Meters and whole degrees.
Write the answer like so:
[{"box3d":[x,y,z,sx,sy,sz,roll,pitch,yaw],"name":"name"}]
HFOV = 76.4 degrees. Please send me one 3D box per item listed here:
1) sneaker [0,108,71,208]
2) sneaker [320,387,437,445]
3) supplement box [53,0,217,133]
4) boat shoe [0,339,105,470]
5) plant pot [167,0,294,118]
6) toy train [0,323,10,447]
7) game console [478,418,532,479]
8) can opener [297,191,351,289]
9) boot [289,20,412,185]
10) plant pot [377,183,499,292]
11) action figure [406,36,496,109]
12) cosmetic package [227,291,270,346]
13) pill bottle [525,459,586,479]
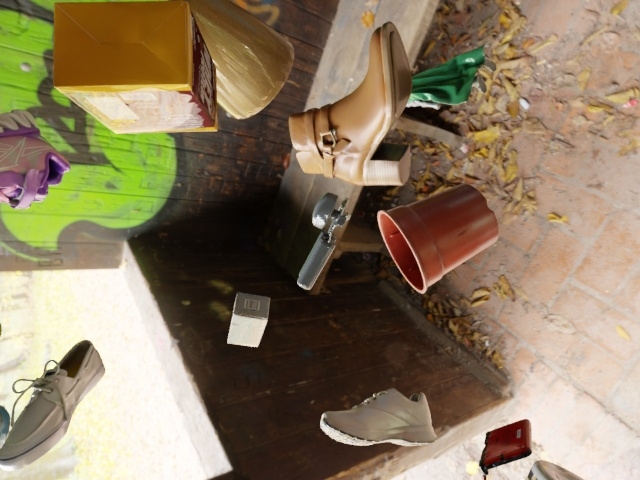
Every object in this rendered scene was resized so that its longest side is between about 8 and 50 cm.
[{"box3d":[-0.378,-0.076,0.466,0.095,0.104,0.236,-38,19,19],"name":"sneaker"},{"box3d":[0.137,0.423,0.980,0.111,0.298,0.129,135,140,-54],"name":"sneaker"},{"box3d":[-0.287,-0.273,0.675,0.194,0.192,0.128,117,150,-85],"name":"supplement box"},{"box3d":[-0.674,0.374,1.023,0.367,0.136,0.156,-81,-13,-68],"name":"boat shoe"},{"box3d":[-0.236,-0.457,0.955,0.237,0.254,0.236,-19,58,34],"name":"plant pot"},{"box3d":[-0.297,0.045,0.307,0.143,0.105,0.247,105,147,-55],"name":"toy train"},{"box3d":[0.320,0.386,0.695,0.124,0.144,0.085,-33,74,22],"name":"game console"},{"box3d":[0.000,0.000,1.059,0.074,0.093,0.280,-74,6,-64],"name":"can opener"},{"box3d":[0.047,-0.231,0.733,0.221,0.109,0.283,11,135,26],"name":"boot"},{"box3d":[0.351,-0.024,1.203,0.272,0.265,0.272,63,176,8],"name":"plant pot"},{"box3d":[0.237,-0.316,0.832,0.232,0.064,0.137,14,73,58],"name":"action figure"},{"box3d":[-0.271,0.300,1.518,0.237,0.127,0.107,110,166,-46],"name":"cosmetic package"},{"box3d":[0.308,0.427,0.551,0.119,0.119,0.208,26,92,47],"name":"pill bottle"}]
